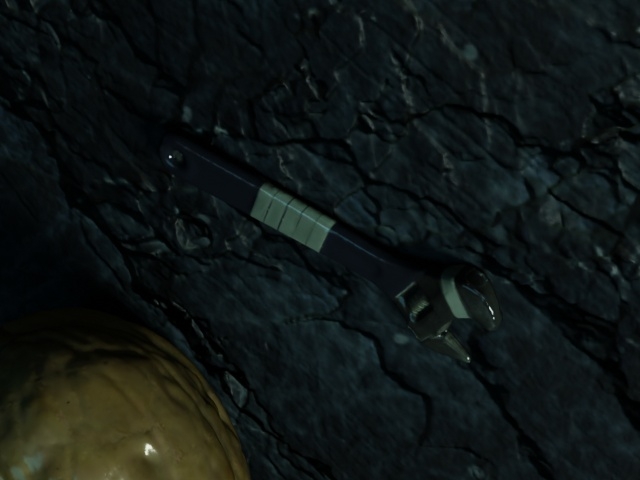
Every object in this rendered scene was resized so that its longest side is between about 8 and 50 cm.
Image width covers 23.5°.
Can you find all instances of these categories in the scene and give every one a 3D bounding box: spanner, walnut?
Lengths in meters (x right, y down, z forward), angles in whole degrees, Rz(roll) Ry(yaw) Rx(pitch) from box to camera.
[{"bbox_3d":[0.000,0.000,1.204,0.316,0.024,0.087,29,136,17],"label":"spanner"},{"bbox_3d":[-0.192,0.206,1.312,0.252,0.277,0.313,-25,98,11],"label":"walnut"}]
